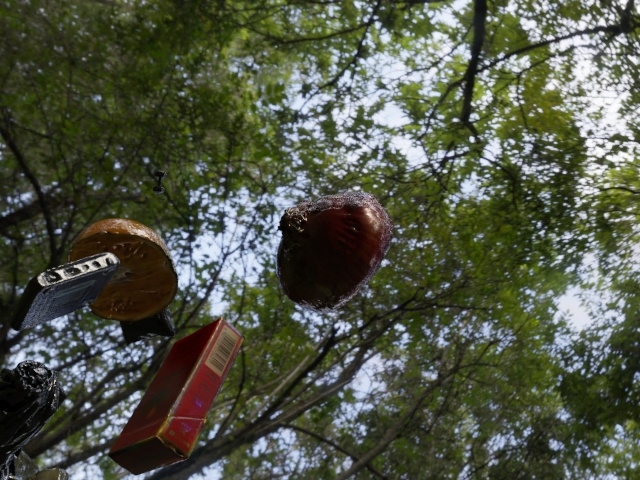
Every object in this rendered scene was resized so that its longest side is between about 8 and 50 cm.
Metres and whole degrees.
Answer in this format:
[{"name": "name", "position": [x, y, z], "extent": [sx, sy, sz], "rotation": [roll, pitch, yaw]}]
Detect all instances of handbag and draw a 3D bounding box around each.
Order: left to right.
[{"name": "handbag", "position": [-0.594, 0.214, 1.702], "extent": [0.211, 0.088, 0.254], "rotation": [-13, -86, 22]}]

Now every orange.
[{"name": "orange", "position": [-0.523, 0.085, 1.389], "extent": [0.274, 0.274, 0.310], "rotation": [-6, -72, 39]}]

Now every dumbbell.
[{"name": "dumbbell", "position": [-0.592, -0.214, 1.899], "extent": [0.036, 0.040, 0.083], "rotation": [155, -58, -64]}]

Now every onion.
[{"name": "onion", "position": [0.000, 0.000, 0.844], "extent": [0.230, 0.163, 0.230], "rotation": [-46, -157, 26]}]

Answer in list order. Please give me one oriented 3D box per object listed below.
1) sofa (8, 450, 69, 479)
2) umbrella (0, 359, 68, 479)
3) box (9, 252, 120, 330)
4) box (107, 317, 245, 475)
[{"name": "sofa", "position": [-0.639, 0.508, 1.096], "extent": [0.200, 0.182, 0.258], "rotation": [-122, -168, -61]}, {"name": "umbrella", "position": [-0.509, 0.330, 0.788], "extent": [0.118, 0.118, 0.340], "rotation": [41, -77, 28]}, {"name": "box", "position": [-0.351, 0.073, 0.711], "extent": [0.027, 0.126, 0.125], "rotation": [51, -56, 9]}, {"name": "box", "position": [-0.306, 0.335, 1.130], "extent": [0.197, 0.313, 0.089], "rotation": [-29, -67, 34]}]
